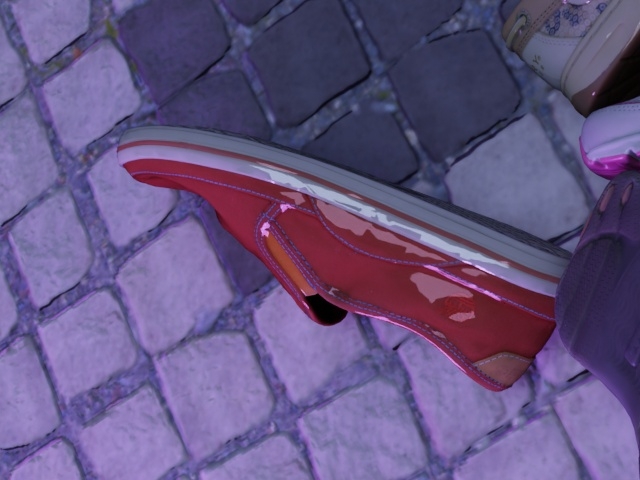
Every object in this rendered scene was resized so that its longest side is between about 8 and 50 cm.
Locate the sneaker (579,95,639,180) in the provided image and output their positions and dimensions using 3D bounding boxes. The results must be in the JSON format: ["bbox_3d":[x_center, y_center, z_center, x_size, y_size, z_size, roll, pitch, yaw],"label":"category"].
[{"bbox_3d":[0.257,-0.109,0.804,0.252,0.103,0.111,-24,70,16],"label":"sneaker"}]

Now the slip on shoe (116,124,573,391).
[{"bbox_3d":[0.000,0.000,0.920,0.331,0.123,0.101,23,98,26],"label":"slip on shoe"}]

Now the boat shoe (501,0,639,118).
[{"bbox_3d":[0.213,-0.205,0.833,0.089,0.104,0.285,43,104,25],"label":"boat shoe"}]

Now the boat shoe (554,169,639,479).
[{"bbox_3d":[0.221,0.074,0.682,0.355,0.130,0.132,-100,31,-61],"label":"boat shoe"}]
